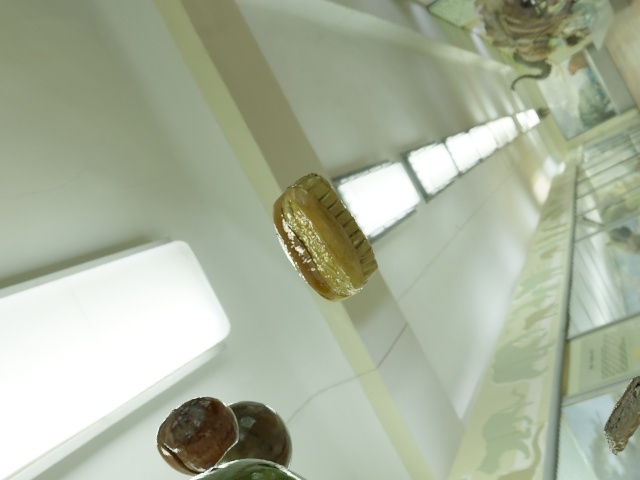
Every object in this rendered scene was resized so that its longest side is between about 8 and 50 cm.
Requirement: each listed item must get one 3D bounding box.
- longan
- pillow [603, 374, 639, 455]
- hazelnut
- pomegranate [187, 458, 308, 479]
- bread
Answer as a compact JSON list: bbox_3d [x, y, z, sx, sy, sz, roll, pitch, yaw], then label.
[{"bbox_3d":[-0.188,0.537,1.535,0.258,0.258,0.258,42,-147,-35],"label":"longan"},{"bbox_3d":[0.625,0.300,1.172,0.049,0.248,0.135,30,161,42],"label":"pillow"},{"bbox_3d":[-0.238,0.373,1.177,0.143,0.154,0.143,51,179,1],"label":"hazelnut"},{"bbox_3d":[-0.033,0.207,0.333,0.187,0.225,0.187,19,-133,-21],"label":"pomegranate"},{"bbox_3d":[0.000,0.000,1.130,0.106,0.140,0.236,-35,-88,-46],"label":"bread"}]
